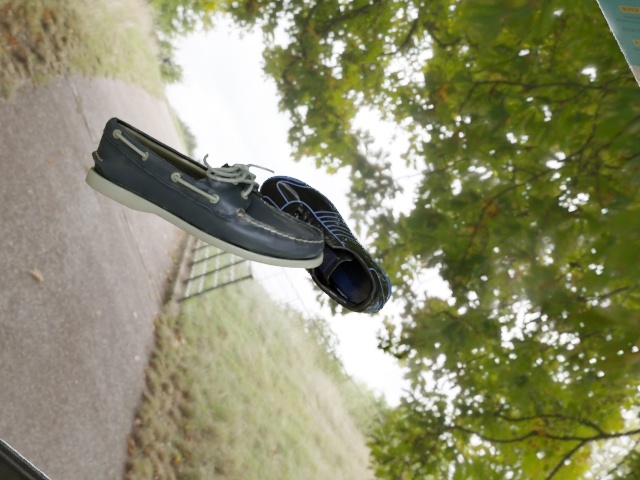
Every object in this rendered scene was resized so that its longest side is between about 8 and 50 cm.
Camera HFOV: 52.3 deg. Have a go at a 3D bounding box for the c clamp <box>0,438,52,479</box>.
[{"bbox_3d":[-0.166,0.153,0.272,0.160,0.137,0.022,21,-38,19],"label":"c clamp"}]

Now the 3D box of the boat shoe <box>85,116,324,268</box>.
[{"bbox_3d":[-0.108,-0.048,0.654,0.095,0.254,0.079,-36,149,-75],"label":"boat shoe"}]

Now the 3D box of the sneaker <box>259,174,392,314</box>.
[{"bbox_3d":[0.000,0.000,0.830,0.232,0.081,0.090,45,10,11],"label":"sneaker"}]

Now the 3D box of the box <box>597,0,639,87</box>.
[{"bbox_3d":[0.347,-0.153,0.595,0.244,0.060,0.100,45,1,-30],"label":"box"}]
